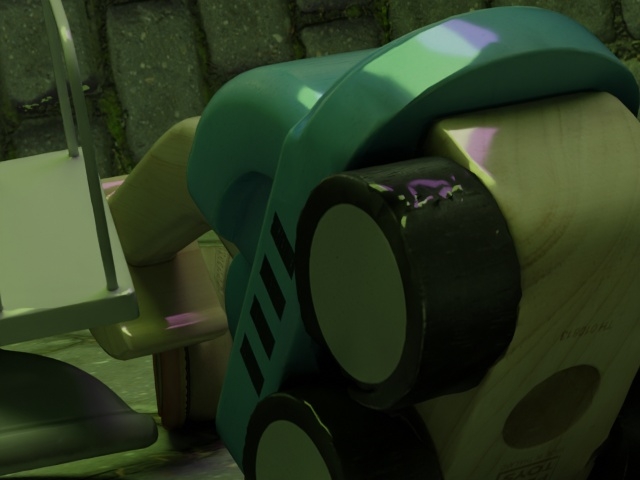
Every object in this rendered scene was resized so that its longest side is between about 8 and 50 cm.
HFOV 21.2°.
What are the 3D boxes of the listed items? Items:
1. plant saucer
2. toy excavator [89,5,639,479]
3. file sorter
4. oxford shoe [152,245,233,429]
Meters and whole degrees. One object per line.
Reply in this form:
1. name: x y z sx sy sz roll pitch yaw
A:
1. plant saucer: -0.304 0.116 1.054 0.401 0.100 0.400 -10 -6 -1
2. toy excavator: 0.000 0.000 0.978 0.222 0.433 0.445 -11 48 -28
3. file sorter: -0.262 -0.046 0.955 0.278 0.173 0.193 -11 31 -10
4. oxford shoe: -0.050 0.065 1.395 0.147 0.140 0.397 0 8 6
